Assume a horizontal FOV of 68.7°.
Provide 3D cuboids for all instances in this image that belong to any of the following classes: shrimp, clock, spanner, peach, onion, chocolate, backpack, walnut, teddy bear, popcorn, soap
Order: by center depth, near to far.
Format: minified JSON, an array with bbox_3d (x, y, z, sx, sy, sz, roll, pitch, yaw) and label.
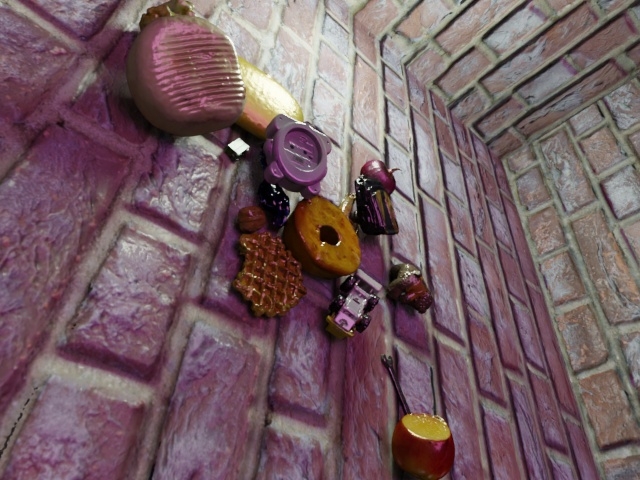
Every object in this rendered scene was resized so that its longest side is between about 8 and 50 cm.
[{"bbox_3d":[0.301,0.588,1.356,0.190,0.190,0.192,36,59,-24],"label":"peach"},{"bbox_3d":[-0.207,-0.063,1.394,0.096,0.083,0.078,-13,100,-54],"label":"walnut"},{"bbox_3d":[-0.474,-0.661,1.490,0.187,0.167,0.185,-40,102,-46],"label":"popcorn"},{"bbox_3d":[-0.077,-0.267,1.504,0.228,0.090,0.247,21,60,-25],"label":"clock"},{"bbox_3d":[0.258,0.491,1.529,0.054,0.015,0.254,1,62,-48],"label":"spanner"},{"bbox_3d":[-0.152,-0.192,1.542,0.148,0.126,0.343,67,21,-57],"label":"chocolate"},{"bbox_3d":[-0.245,-0.507,1.665,0.427,0.115,0.306,32,43,-19],"label":"soap"},{"bbox_3d":[0.354,0.186,1.788,0.190,0.140,0.177,52,32,-18],"label":"teddy bear"},{"bbox_3d":[0.120,-0.104,1.815,0.133,0.053,0.236,44,37,-22],"label":"shrimp"},{"bbox_3d":[0.205,-0.136,1.834,0.206,0.133,0.258,-1,79,-61],"label":"backpack"},{"bbox_3d":[0.250,-0.266,2.012,0.177,0.153,0.177,16,57,-27],"label":"onion"}]

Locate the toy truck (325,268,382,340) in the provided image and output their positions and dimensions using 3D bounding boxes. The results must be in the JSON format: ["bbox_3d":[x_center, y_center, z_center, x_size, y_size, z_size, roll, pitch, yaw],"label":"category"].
[{"bbox_3d":[0.103,0.206,1.503,0.136,0.111,0.286,38,34,3],"label":"toy truck"}]

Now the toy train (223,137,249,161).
[{"bbox_3d":[-0.275,-0.299,1.538,0.056,0.038,0.093,43,38,-6],"label":"toy train"}]

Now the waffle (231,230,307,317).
[{"bbox_3d":[-0.154,0.092,1.351,0.291,0.051,0.291,28,45,-32],"label":"waffle"}]

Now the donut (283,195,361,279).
[{"bbox_3d":[0.000,0.000,1.551,0.303,0.110,0.302,29,44,-33],"label":"donut"}]

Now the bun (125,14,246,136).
[{"bbox_3d":[-0.391,-0.470,1.373,0.361,0.213,0.360,1,89,-42],"label":"bun"}]
